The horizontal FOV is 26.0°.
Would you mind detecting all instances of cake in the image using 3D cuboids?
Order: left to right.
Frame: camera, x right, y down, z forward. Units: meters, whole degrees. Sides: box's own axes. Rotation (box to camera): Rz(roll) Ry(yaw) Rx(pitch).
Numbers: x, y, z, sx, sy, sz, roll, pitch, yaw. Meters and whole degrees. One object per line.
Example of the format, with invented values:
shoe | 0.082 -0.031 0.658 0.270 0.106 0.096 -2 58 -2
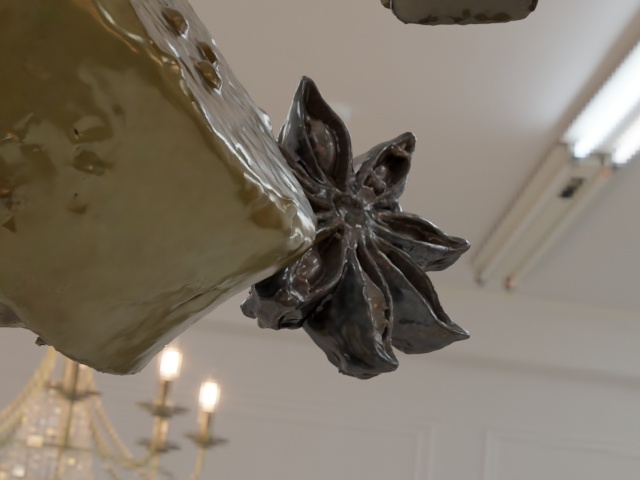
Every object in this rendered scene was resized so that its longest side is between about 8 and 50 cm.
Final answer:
cake | -0.209 -0.044 0.802 0.321 0.332 0.332 -32 -26 7

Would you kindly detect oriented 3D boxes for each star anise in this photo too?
star anise | -0.001 -0.001 1.040 0.223 0.236 0.109 -18 -15 -44

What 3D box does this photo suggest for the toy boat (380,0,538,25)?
toy boat | 0.091 -0.227 0.872 0.116 0.061 0.188 -1 -60 0
